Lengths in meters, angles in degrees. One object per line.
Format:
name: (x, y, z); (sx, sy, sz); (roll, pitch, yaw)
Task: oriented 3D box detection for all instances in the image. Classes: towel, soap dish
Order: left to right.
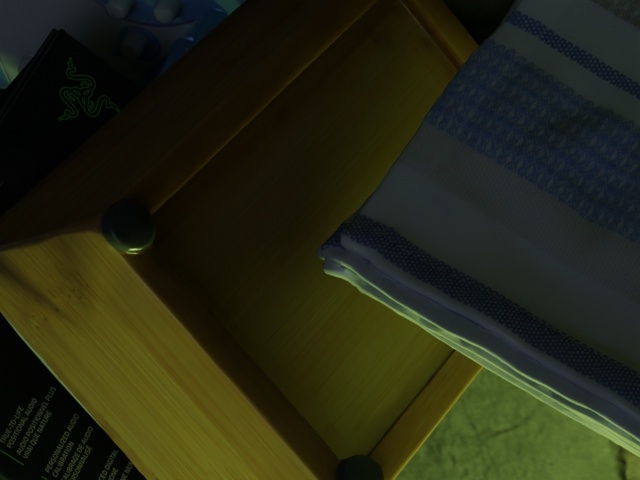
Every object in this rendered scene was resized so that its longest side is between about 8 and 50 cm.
soap dish: (0.000, 0.000, 0.819); (0.229, 0.291, 0.118); (50, 147, -11)
towel: (0.158, -0.051, 0.726); (0.209, 0.285, 0.034); (32, 167, 23)

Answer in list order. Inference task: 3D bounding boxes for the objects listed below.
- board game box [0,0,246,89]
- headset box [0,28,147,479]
board game box: (-0.248, -0.214, 0.869); (0.390, 0.050, 0.390); (6, 141, 20)
headset box: (-0.122, 0.060, 0.893); (0.283, 0.246, 0.131); (36, 144, -15)
